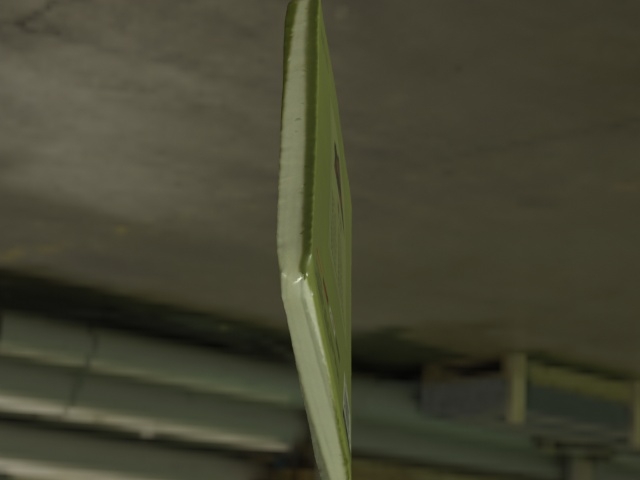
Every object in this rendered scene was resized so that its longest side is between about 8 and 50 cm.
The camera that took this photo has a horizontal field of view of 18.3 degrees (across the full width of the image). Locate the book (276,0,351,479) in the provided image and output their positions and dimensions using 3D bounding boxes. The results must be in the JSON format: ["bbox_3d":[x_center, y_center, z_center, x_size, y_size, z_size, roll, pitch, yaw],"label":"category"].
[{"bbox_3d":[0.000,0.000,1.570,0.035,0.352,0.239,-7,130,6],"label":"book"}]
